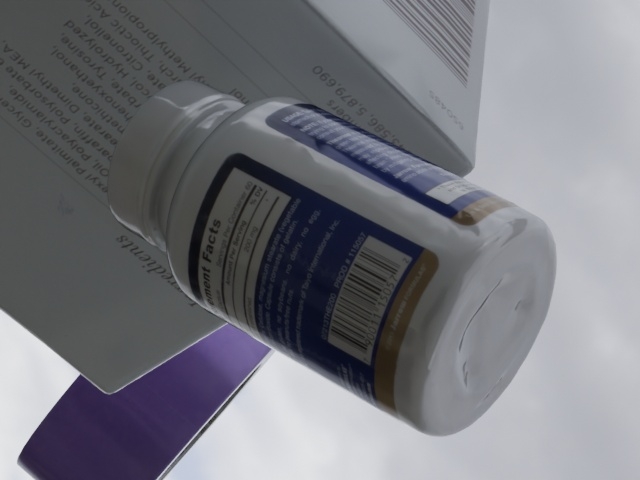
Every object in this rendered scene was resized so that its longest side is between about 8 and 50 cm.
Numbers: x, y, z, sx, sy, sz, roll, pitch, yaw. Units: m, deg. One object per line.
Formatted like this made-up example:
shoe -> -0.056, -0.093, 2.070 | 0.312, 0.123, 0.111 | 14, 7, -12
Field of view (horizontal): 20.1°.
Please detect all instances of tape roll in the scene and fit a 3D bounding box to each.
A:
tape roll -> -0.108, 0.102, 1.190 | 0.080, 0.189, 0.189 | 42, -28, 3

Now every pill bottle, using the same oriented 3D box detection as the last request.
pill bottle -> 0.000, 0.000, 0.505 | 0.120, 0.067, 0.067 | 28, -37, 29

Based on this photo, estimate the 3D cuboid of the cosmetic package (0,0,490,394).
cosmetic package -> -0.055, -0.073, 0.648 | 0.184, 0.151, 0.151 | -32, -61, 30
